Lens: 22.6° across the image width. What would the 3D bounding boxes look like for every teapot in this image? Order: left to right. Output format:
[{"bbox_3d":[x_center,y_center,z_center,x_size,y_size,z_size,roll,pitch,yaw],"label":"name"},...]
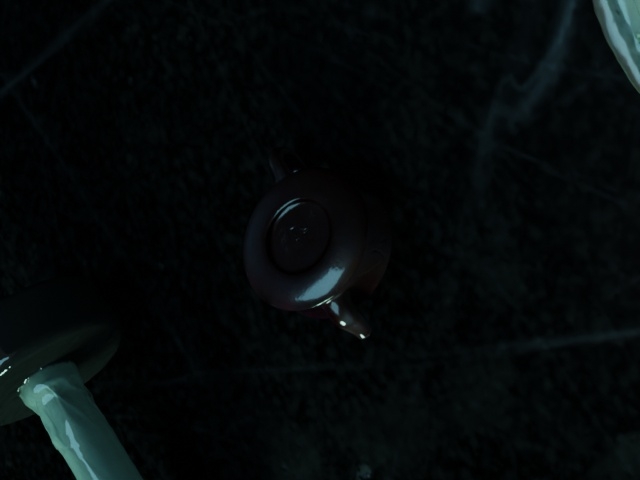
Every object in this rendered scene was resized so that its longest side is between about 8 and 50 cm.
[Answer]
[{"bbox_3d":[0.000,0.000,0.738,0.068,0.045,0.100,-31,61,20],"label":"teapot"}]

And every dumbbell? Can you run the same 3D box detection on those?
[{"bbox_3d":[-0.113,0.120,0.840,0.191,0.100,0.100,55,132,15],"label":"dumbbell"}]

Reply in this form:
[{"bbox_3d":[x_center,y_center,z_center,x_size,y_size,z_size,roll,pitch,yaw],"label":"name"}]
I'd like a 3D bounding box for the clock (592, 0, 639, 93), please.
[{"bbox_3d":[0.191,-0.116,0.503,0.244,0.056,0.244,13,112,35],"label":"clock"}]
